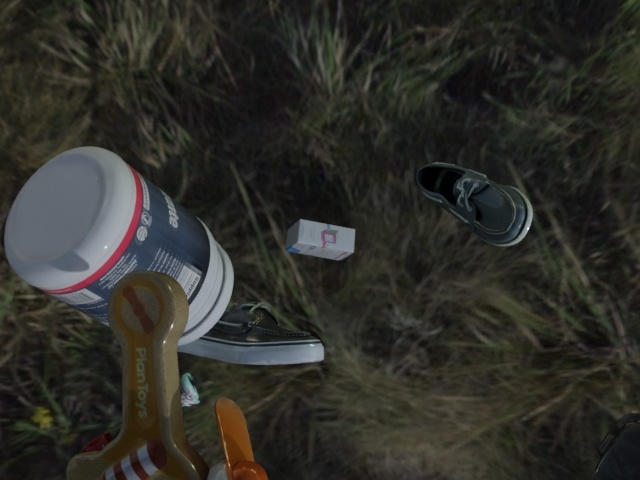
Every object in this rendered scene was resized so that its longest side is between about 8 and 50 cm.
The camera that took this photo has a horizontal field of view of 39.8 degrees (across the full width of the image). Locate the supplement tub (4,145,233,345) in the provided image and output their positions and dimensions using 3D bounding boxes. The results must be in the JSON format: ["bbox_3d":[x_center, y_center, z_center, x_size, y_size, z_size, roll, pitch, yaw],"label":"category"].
[{"bbox_3d":[-0.256,0.017,1.165,0.191,0.272,0.191,-13,59,23],"label":"supplement tub"}]

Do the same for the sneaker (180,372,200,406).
[{"bbox_3d":[-0.216,0.231,1.303,0.069,0.098,0.038,-19,64,-11],"label":"sneaker"}]

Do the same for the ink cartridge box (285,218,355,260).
[{"bbox_3d":[0.000,0.000,1.807,0.123,0.088,0.052,12,73,-17],"label":"ink cartridge box"}]

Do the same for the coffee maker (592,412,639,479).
[{"bbox_3d":[0.381,0.284,1.026,0.120,0.178,0.171,4,46,23],"label":"coffee maker"}]

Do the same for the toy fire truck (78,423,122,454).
[{"bbox_3d":[-0.281,0.393,1.218,0.246,0.158,0.217,-32,74,3],"label":"toy fire truck"}]

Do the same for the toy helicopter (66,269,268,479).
[{"bbox_3d":[-0.151,0.205,0.872,0.235,0.140,0.354,-6,84,25],"label":"toy helicopter"}]

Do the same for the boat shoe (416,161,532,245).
[{"bbox_3d":[0.286,-0.077,1.694,0.099,0.319,0.116,17,104,-26],"label":"boat shoe"}]

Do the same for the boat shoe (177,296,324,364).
[{"bbox_3d":[-0.141,0.160,1.603,0.335,0.121,0.119,2,85,33],"label":"boat shoe"}]
